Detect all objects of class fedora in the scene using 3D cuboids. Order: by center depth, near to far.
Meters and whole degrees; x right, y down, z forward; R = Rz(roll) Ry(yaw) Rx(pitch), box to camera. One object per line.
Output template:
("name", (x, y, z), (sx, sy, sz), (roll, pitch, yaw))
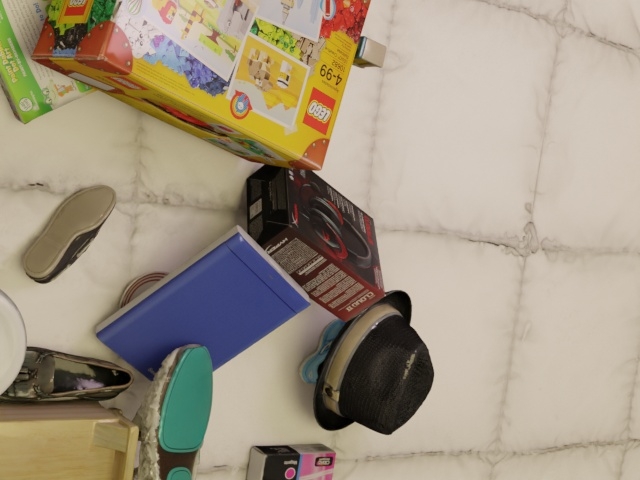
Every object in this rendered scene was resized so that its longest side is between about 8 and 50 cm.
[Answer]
("fedora", (0.132, 0.270, 1.940), (0.334, 0.152, 0.334), (-38, 146, -32))

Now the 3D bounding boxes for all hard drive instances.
("hard drive", (-0.206, 0.133, 1.719), (0.318, 0.040, 0.210), (-35, 124, 12))

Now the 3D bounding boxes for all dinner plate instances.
("dinner plate", (-0.304, 0.124, 1.772), (0.141, 0.017, 0.141), (-6, 101, -32))

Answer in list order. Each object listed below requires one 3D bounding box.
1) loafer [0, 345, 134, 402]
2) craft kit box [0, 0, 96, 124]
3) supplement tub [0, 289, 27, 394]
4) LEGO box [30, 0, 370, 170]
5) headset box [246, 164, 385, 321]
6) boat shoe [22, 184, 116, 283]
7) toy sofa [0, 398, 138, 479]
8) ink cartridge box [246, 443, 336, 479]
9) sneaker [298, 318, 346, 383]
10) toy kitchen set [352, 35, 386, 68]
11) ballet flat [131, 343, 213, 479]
("loafer", (-0.446, 0.225, 1.642), (0.267, 0.084, 0.096), (8, 73, -37))
("craft kit box", (-0.422, -0.351, 1.561), (0.246, 0.061, 0.250), (-30, 120, -24))
("supplement tub", (-0.565, 0.122, 1.413), (0.193, 0.316, 0.194), (-6, 102, -32))
("LEGO box", (-0.170, -0.373, 1.600), (0.500, 0.193, 0.372), (22, 82, -47))
("headset box", (0.000, 0.000, 1.831), (0.110, 0.218, 0.293), (-35, 127, 26))
("boat shoe", (-0.424, -0.010, 1.655), (0.206, 0.075, 0.065), (-51, 165, -22))
("toy sofa", (-0.496, 0.354, 1.582), (0.362, 0.177, 0.150), (6, 94, -35))
("ink cartridge box", (-0.082, 0.602, 1.980), (0.175, 0.069, 0.371), (6, 97, -35))
("sneaker", (0.029, 0.230, 1.981), (0.063, 0.073, 0.162), (42, 74, -31))
("toy kitchen set", (0.013, -0.282, 1.826), (0.122, 0.166, 0.207), (13, 91, -35))
("ballet flat", (-0.281, 0.376, 1.665), (0.147, 0.147, 0.409), (16, 70, -35))
